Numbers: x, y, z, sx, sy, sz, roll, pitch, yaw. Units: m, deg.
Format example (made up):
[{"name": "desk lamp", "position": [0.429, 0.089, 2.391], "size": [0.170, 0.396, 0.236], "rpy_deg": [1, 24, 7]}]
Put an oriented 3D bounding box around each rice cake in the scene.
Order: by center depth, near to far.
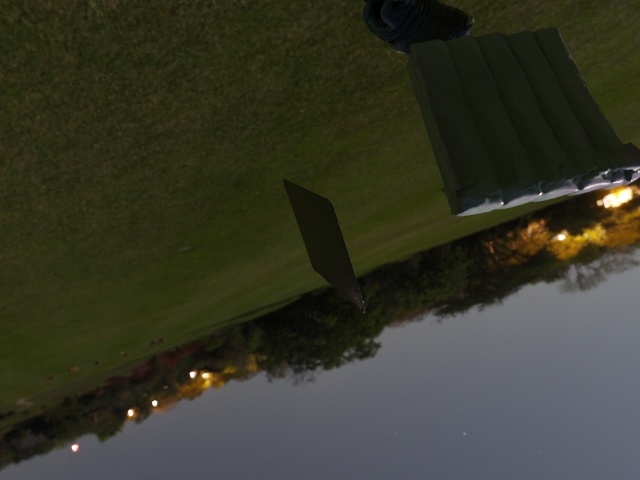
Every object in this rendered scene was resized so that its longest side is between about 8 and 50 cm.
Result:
[{"name": "rice cake", "position": [0.175, -0.115, 0.505], "size": [0.189, 0.198, 0.037], "rpy_deg": [-11, 147, -11]}]

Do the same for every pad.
[{"name": "pad", "position": [0.000, 0.000, 0.548], "size": [0.003, 0.112, 0.157], "rpy_deg": [-23, -161, -13]}]

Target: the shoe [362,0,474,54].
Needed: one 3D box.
[{"name": "shoe", "position": [0.128, -0.309, 0.791], "size": [0.106, 0.207, 0.092], "rpy_deg": [19, 108, -41]}]
